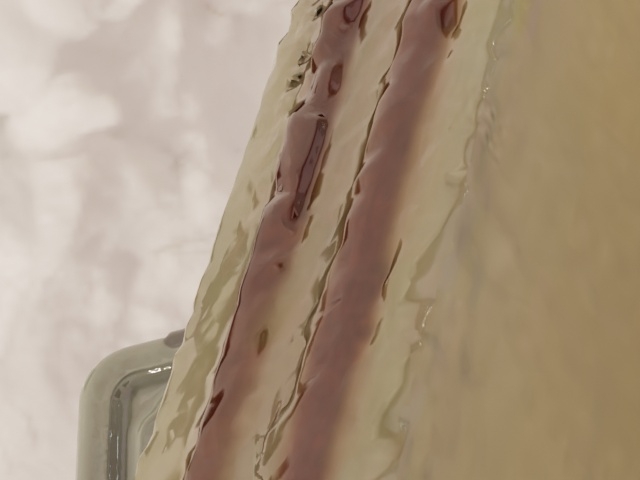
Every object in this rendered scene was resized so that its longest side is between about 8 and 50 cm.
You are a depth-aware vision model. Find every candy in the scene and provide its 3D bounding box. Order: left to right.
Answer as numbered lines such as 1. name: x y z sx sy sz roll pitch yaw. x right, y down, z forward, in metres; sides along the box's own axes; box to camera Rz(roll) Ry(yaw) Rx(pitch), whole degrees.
1. candy: 0.059 0.031 0.596 0.179 0.135 0.321 34 58 -29

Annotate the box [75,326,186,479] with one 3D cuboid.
1. box: -0.020 0.148 0.818 0.130 0.162 0.227 59 22 -51
